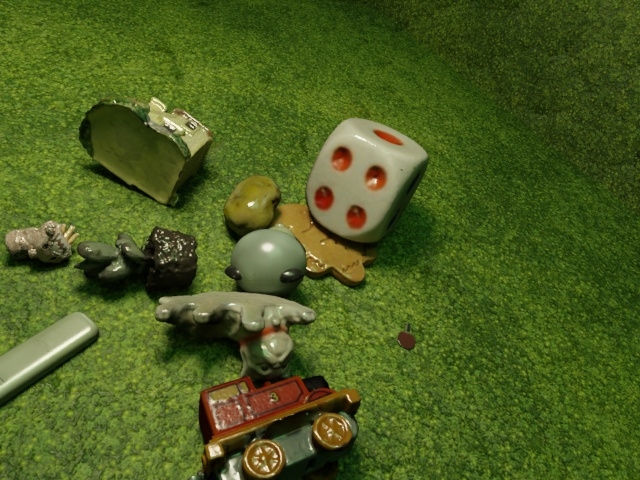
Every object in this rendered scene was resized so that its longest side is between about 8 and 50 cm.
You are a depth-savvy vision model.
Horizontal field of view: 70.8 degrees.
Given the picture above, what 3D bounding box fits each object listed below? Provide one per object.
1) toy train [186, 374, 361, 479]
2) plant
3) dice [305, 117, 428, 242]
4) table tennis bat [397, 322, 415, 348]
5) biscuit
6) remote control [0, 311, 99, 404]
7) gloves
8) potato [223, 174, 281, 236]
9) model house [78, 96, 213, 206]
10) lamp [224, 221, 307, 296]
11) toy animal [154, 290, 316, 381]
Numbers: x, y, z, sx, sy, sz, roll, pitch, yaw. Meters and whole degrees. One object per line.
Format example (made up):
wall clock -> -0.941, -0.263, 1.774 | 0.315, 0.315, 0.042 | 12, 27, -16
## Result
toy train -> -0.099, 0.381, 0.894 | 0.369, 0.163, 0.232 | -10, 43, -29
plant -> -0.442, 0.041, 1.095 | 0.274, 0.146, 0.149 | 3, 49, -19
dice -> 0.145, -0.188, 1.401 | 0.276, 0.304, 0.304 | 33, 28, 11
table tennis bat -> 0.240, 0.265, 1.249 | 0.050, 0.007, 0.083 | 21, 45, 0
biscuit -> 0.001, -0.002, 1.387 | 0.354, 0.052, 0.275 | 33, 44, 10
remote control -> -0.600, 0.249, 0.904 | 0.090, 0.038, 0.309 | 34, 44, 15
gloves -> -0.667, 0.007, 1.077 | 0.144, 0.110, 0.094 | -15, 57, 3
potato -> -0.205, -0.103, 1.331 | 0.137, 0.154, 0.200 | 33, 48, -20
model house -> -0.482, -0.314, 1.332 | 0.321, 0.261, 0.266 | 35, 40, -8
lamp -> -0.129, 0.048, 1.182 | 0.197, 0.198, 0.244 | 22, 21, -1
toy animal -> -0.206, 0.217, 1.022 | 0.307, 0.188, 0.266 | -7, 22, -32
